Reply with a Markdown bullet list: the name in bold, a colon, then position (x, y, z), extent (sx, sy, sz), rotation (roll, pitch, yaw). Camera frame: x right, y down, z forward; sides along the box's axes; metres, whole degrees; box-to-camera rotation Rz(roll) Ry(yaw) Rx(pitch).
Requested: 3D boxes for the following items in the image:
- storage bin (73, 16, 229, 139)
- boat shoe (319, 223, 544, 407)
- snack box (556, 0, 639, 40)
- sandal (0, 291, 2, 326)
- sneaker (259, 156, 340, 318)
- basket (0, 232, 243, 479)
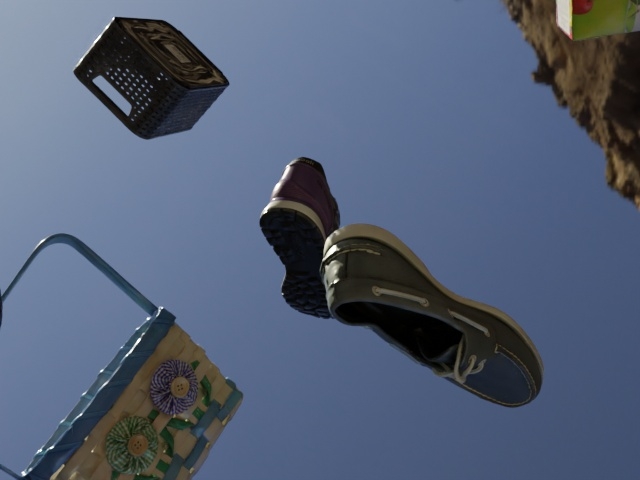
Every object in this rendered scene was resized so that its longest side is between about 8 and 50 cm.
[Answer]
- **storage bin**: position (-0.202, -0.201, 1.168), extent (0.122, 0.180, 0.084), rotation (44, -72, 2)
- **boat shoe**: position (0.122, 0.109, 1.016), extent (0.116, 0.319, 0.099), rotation (-33, -149, 33)
- **snack box**: position (0.214, -0.182, 0.568), extent (0.141, 0.100, 0.037), rotation (-9, -150, 0)
- **sandal**: position (-0.485, 0.030, 0.913), extent (0.445, 0.107, 0.168), rotation (9, -101, 16)
- **sneaker**: position (0.000, 0.000, 1.341), extent (0.107, 0.283, 0.124), rotation (7, -125, 15)
- **basket**: position (-0.247, 0.161, 1.038), extent (0.289, 0.201, 0.255), rotation (35, -117, -5)
